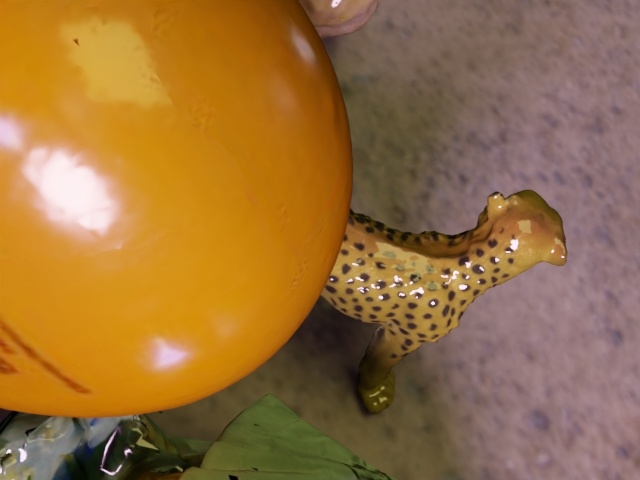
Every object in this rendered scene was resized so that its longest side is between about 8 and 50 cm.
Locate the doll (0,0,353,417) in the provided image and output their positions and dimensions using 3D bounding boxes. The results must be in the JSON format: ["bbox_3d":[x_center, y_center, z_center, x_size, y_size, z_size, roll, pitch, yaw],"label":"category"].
[{"bbox_3d":[-0.078,-0.057,0.588,0.213,0.213,0.236,35,54,-11],"label":"doll"}]

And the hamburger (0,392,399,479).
[{"bbox_3d":[-0.030,0.167,0.598,0.276,0.150,0.261,28,55,-15],"label":"hamburger"}]

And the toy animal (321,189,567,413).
[{"bbox_3d":[0.000,0.000,0.701,0.181,0.136,0.073,24,56,-17],"label":"toy animal"}]

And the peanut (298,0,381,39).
[{"bbox_3d":[-0.039,-0.173,0.800,0.174,0.080,0.080,45,54,0],"label":"peanut"}]
